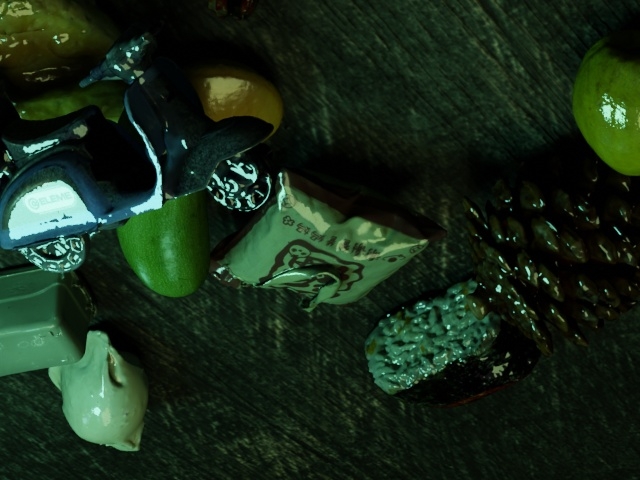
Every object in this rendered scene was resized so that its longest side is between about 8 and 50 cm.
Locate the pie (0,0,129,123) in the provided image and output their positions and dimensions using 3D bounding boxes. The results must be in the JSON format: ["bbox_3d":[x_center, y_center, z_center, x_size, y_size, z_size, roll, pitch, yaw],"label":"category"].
[{"bbox_3d":[-0.343,-0.162,1.869,0.339,0.083,0.339,-4,145,-3],"label":"pie"}]

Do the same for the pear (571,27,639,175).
[{"bbox_3d":[0.343,-0.150,1.886,0.149,0.149,0.162,-12,135,11],"label":"pear"}]

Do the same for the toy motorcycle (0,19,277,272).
[{"bbox_3d":[-0.212,-0.093,1.725,0.358,0.125,0.212,-14,117,30],"label":"toy motorcycle"}]

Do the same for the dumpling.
[{"bbox_3d":[-0.298,0.195,2.331,0.155,0.181,0.111,10,-169,32],"label":"dumpling"}]

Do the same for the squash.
[{"bbox_3d":[-0.173,-0.051,1.925,0.107,0.107,0.395,-1,148,-4],"label":"squash"}]

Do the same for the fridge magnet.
[{"bbox_3d":[-0.111,-0.147,1.919,0.143,0.063,0.143,-1,143,-1],"label":"fridge magnet"}]

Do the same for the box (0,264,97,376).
[{"bbox_3d":[-0.371,0.104,2.200,0.172,0.093,0.124,-11,143,10],"label":"box"}]

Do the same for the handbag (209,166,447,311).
[{"bbox_3d":[0.000,0.000,2.075,0.213,0.127,0.235,16,151,-22],"label":"handbag"}]

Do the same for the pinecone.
[{"bbox_3d":[0.283,0.002,2.031,0.272,0.224,0.224,-36,138,1],"label":"pinecone"}]

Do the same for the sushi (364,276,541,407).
[{"bbox_3d":[0.166,0.135,2.257,0.126,0.136,0.225,29,139,-32],"label":"sushi"}]

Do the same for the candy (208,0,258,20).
[{"bbox_3d":[-0.064,-0.293,1.757,0.055,0.049,0.184,-15,146,-40],"label":"candy"}]
